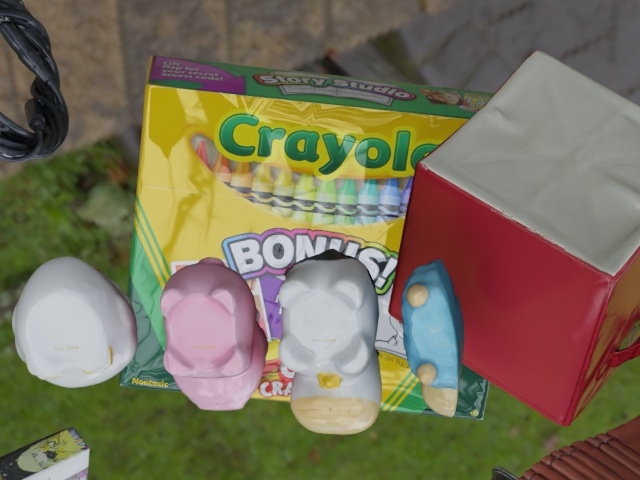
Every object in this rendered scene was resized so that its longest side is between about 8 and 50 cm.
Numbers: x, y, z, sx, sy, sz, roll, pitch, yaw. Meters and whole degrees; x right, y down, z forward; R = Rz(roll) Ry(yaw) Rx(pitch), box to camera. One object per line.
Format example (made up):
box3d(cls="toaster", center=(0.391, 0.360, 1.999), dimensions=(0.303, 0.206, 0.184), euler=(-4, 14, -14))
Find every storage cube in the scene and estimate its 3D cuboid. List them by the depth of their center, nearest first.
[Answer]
box3d(cls="storage cube", center=(0.192, -0.003, 1.513), dimensions=(0.183, 0.215, 0.193), euler=(-43, 155, -34))

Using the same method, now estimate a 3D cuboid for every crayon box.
box3d(cls="crayon box", center=(0.000, 0.000, 1.769), dimensions=(0.363, 0.106, 0.313), euler=(5, 115, -4))

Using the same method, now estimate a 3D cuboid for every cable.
box3d(cls="cable", center=(-0.271, -0.138, 1.567), dimensions=(0.047, 0.184, 0.150), euler=(-26, 151, 19))

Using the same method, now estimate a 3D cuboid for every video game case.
box3d(cls="video game case", center=(-0.344, 0.316, 1.928), dimensions=(0.210, 0.042, 0.232), euler=(-23, 145, -29))

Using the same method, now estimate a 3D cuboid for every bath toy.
box3d(cls="bath toy", center=(-0.063, 0.073, 1.439), dimensions=(0.348, 0.129, 0.151), euler=(2, 105, 7))

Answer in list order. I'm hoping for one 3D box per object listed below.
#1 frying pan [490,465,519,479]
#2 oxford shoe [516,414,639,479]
box3d(cls="frying pan", center=(0.268, 0.352, 1.818), dimensions=(0.053, 0.197, 0.326), euler=(-41, 104, -10))
box3d(cls="oxford shoe", center=(0.270, 0.227, 1.518), dimensions=(0.397, 0.140, 0.146), euler=(-34, 145, -19))
